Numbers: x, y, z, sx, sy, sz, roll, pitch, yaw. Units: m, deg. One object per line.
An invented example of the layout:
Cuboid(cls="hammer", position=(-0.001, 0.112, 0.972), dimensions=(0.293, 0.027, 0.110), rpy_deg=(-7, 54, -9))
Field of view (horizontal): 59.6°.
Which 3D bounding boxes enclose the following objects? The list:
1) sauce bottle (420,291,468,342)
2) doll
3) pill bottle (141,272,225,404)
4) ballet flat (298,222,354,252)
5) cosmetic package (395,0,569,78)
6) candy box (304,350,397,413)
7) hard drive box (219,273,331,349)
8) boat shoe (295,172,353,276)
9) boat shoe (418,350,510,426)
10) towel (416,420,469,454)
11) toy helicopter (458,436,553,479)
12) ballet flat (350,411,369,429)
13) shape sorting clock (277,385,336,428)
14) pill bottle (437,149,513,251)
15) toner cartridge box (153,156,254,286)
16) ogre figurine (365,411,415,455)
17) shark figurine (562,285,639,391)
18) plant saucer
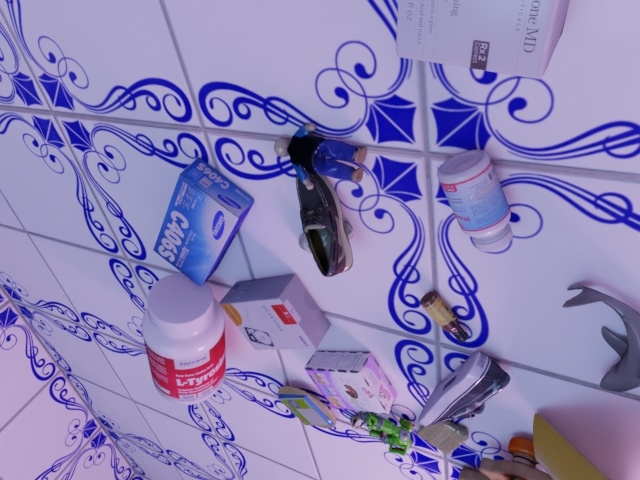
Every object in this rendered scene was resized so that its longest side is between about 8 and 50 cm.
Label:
Cuboid(cls="sauce bottle", position=(0.264, 0.164, 1.181), dimensions=(0.128, 0.042, 0.042), rpy_deg=(47, 139, -14))
Cuboid(cls="doll", position=(-0.009, -0.157, 1.061), dimensions=(0.189, 0.046, 0.129), rpy_deg=(19, 117, 24))
Cuboid(cls="pill bottle", position=(-0.393, 0.288, 1.629), dimensions=(0.229, 0.229, 0.407), rpy_deg=(25, 139, 15))
Cuboid(cls="ballet flat", position=(0.000, 0.000, 1.206), dimensions=(0.168, 0.052, 0.057), rpy_deg=(-22, 114, 46))
Cuboid(cls="cosmetic package", position=(0.206, -0.310, 0.682), dimensions=(0.184, 0.151, 0.151), rpy_deg=(17, 137, 22))
Cuboid(cls="candy box", position=(0.081, 0.377, 1.495), dimensions=(0.196, 0.070, 0.164), rpy_deg=(-8, 122, 41))
Cuboid(cls="hard drive box", position=(-0.119, 0.190, 1.447), dimensions=(0.232, 0.089, 0.181), rpy_deg=(-12, 121, 42))
Cuboid(cls="boat shoe", position=(0.000, -0.034, 1.110), dimensions=(0.080, 0.073, 0.223), rpy_deg=(-15, 97, 37))
Cuboid(cls="boat shoe", position=(0.326, 0.365, 1.287), dimensions=(0.102, 0.108, 0.301), rpy_deg=(34, 133, 6))
Cuboid(cls="towel", position=(0.323, 0.512, 1.483), dimensions=(0.110, 0.027, 0.148), rpy_deg=(29, 141, 11))
Cuboid(cls="toy helicopter", position=(0.488, 0.622, 1.422), dimensions=(0.235, 0.140, 0.355), rpy_deg=(33, 152, -9))
Cuboid(cls="ballet flat", position=(0.109, 0.536, 1.651), dimensions=(0.041, 0.041, 0.114), rpy_deg=(32, 140, 6))
Cuboid(cls="shape sorting clock", position=(-0.042, 0.518, 1.741), dimensions=(0.206, 0.040, 0.206), rpy_deg=(19, 140, 17))
Cuboid(cls="pill bottle", position=(0.262, -0.063, 0.929), dimensions=(0.087, 0.087, 0.160), rpy_deg=(-8, 122, 40))
Cuboid(cls="toner cartridge box", position=(-0.296, -0.033, 1.372), dimensions=(0.165, 0.075, 0.348), rpy_deg=(36, 140, -1))
Cuboid(cls="ogre figurine", position=(0.193, 0.530, 1.539), dimensions=(0.118, 0.097, 0.197), rpy_deg=(18, 136, 23))
Cuboid(cls="shark figurine", position=(0.530, 0.187, 0.958), dimensions=(0.166, 0.116, 0.278), rpy_deg=(-10, 124, 40))
Cuboid(cls="plant saucer", position=(0.585, 0.542, 1.125), dimensions=(0.333, 0.081, 0.333), rpy_deg=(44, -177, -8))
